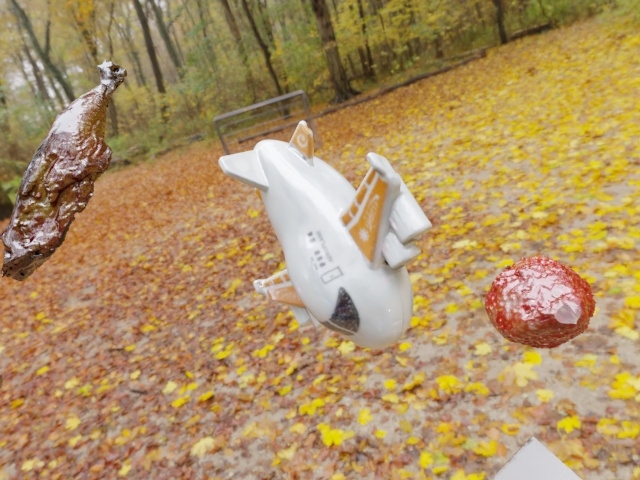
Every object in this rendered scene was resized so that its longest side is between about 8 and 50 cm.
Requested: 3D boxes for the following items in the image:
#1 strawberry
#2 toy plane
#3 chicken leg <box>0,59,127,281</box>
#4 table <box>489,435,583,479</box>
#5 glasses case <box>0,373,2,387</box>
[{"bbox_3d":[0.279,0.079,0.657,0.131,0.131,0.148,-13,-15,15],"label":"strawberry"},{"bbox_3d":[0.000,0.000,0.509,0.117,0.244,0.245,-19,14,-42],"label":"toy plane"},{"bbox_3d":[-0.146,-0.044,0.299,0.062,0.037,0.145,4,71,64],"label":"chicken leg"},{"bbox_3d":[0.158,0.195,0.328,0.070,0.082,0.083,-44,29,-3],"label":"table"},{"bbox_3d":[-0.584,0.238,0.810,0.122,0.075,0.314,-19,-2,-28],"label":"glasses case"}]
